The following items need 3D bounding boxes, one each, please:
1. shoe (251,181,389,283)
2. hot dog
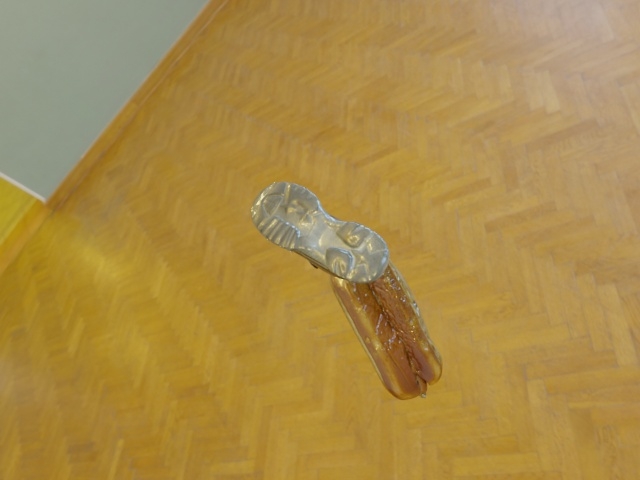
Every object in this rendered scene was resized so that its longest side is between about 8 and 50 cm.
[{"bbox_3d":[0.000,0.000,0.583,0.169,0.099,0.071,30,81,13],"label":"shoe"},{"bbox_3d":[0.086,0.108,0.649,0.092,0.236,0.062,-27,11,-8],"label":"hot dog"}]
